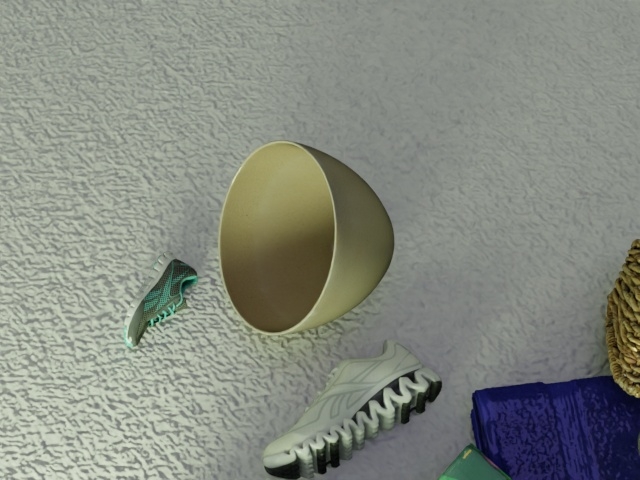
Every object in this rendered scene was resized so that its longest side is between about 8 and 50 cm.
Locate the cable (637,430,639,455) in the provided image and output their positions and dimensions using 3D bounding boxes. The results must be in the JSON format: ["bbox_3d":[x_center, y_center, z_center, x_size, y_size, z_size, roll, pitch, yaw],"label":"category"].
[{"bbox_3d":[0.502,0.385,1.152,0.139,0.072,0.287,-4,94,-14],"label":"cable"}]

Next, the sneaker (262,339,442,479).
[{"bbox_3d":[0.034,0.247,1.251,0.292,0.110,0.118,-26,59,-23],"label":"sneaker"}]

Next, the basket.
[{"bbox_3d":[0.582,0.145,1.279,0.299,0.213,0.223,16,95,0],"label":"basket"}]

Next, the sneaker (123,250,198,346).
[{"bbox_3d":[-0.247,0.097,1.335,0.076,0.065,0.167,24,66,5],"label":"sneaker"}]

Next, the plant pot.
[{"bbox_3d":[0.000,0.000,1.303,0.190,0.284,0.284,4,56,-41],"label":"plant pot"}]

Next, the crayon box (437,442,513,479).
[{"bbox_3d":[0.171,0.429,1.128,0.165,0.081,0.278,40,85,17],"label":"crayon box"}]

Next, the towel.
[{"bbox_3d":[0.383,0.315,1.243,0.308,0.076,0.228,-6,70,-5],"label":"towel"}]
